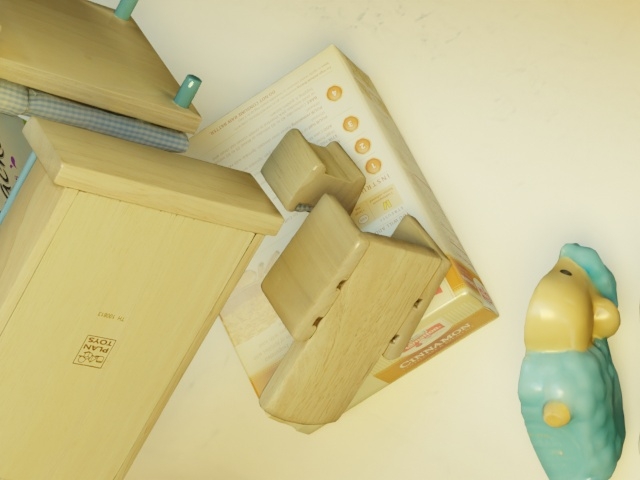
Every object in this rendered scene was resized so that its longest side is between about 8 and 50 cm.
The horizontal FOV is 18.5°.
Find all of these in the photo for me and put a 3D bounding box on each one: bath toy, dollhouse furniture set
[{"bbox_3d":[0.284,0.072,1.026,0.348,0.151,0.129,5,43,24],"label":"bath toy"},{"bbox_3d":[-0.143,-0.020,1.133,0.198,0.286,0.303,-58,41,21],"label":"dollhouse furniture set"}]

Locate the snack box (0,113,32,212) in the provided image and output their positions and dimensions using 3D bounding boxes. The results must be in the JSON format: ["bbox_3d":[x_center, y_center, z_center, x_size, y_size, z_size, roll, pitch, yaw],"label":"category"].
[{"bbox_3d":[-0.206,0.017,1.223,0.070,0.174,0.207,-24,67,18],"label":"snack box"}]

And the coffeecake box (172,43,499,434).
[{"bbox_3d":[0.000,0.000,1.196,0.142,0.068,0.185,-32,66,12],"label":"coffeecake box"}]
